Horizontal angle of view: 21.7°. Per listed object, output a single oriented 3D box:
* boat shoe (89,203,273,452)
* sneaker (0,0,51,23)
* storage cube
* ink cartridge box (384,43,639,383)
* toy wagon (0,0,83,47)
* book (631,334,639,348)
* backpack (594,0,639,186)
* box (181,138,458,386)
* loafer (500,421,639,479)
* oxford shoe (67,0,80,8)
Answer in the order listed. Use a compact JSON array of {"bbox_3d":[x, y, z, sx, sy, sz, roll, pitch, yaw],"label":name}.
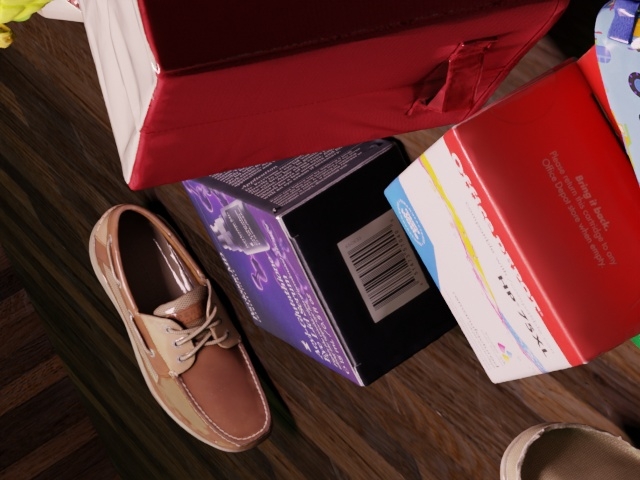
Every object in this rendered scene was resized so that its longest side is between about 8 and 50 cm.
[{"bbox_3d":[-0.161,0.098,1.901,0.324,0.123,0.116,54,161,6],"label":"boat shoe"},{"bbox_3d":[-0.188,-0.281,1.138,0.109,0.295,0.123,20,-160,-25],"label":"sneaker"},{"bbox_3d":[-0.017,-0.150,0.810,0.183,0.193,0.215,127,129,-73],"label":"storage cube"},{"bbox_3d":[0.116,-0.006,0.864,0.134,0.078,0.231,60,169,3],"label":"ink cartridge box"},{"bbox_3d":[-0.255,-0.277,1.397,0.267,0.068,0.344,37,154,-1],"label":"toy wagon"},{"bbox_3d":[0.171,0.000,0.919,0.096,0.035,0.144,48,163,42],"label":"book"},{"bbox_3d":[0.203,-0.042,0.596,0.173,0.117,0.158,32,151,51],"label":"backpack"},{"bbox_3d":[0.000,0.000,1.270,0.153,0.108,0.207,63,162,-20],"label":"box"},{"bbox_3d":[0.222,0.198,1.020,0.268,0.102,0.092,41,156,24],"label":"loafer"},{"bbox_3d":[-0.081,-0.190,1.163,0.348,0.123,0.130,34,108,38],"label":"oxford shoe"}]
